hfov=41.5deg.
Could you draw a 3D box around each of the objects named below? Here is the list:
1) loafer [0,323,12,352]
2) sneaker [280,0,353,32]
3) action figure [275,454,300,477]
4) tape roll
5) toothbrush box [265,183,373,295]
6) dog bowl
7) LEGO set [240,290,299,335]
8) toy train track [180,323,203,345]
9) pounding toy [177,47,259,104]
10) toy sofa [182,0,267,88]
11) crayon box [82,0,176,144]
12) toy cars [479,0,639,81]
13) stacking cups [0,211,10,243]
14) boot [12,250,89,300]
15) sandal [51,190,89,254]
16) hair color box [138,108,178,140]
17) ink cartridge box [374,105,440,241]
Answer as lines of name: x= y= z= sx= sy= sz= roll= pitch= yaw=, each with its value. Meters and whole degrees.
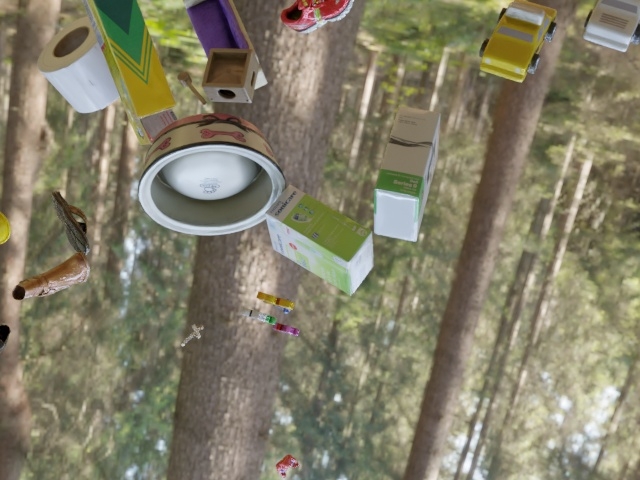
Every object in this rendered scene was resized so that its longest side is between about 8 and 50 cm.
loafer: x=-0.757 y=0.241 z=1.894 sx=0.080 sy=0.078 sz=0.220 roll=42 pitch=-169 yaw=-15
sneaker: x=-0.010 y=-0.698 z=2.502 sx=0.118 sy=0.107 sz=0.279 roll=7 pitch=157 yaw=-44
action figure: x=-0.057 y=0.386 z=1.447 sx=0.038 sy=0.115 sz=0.030 roll=-35 pitch=-107 yaw=-10
tape roll: x=-0.676 y=-0.518 z=2.471 sx=0.246 sy=0.246 sz=0.169 roll=33 pitch=165 yaw=47
toothbrush box: x=0.000 y=0.000 z=2.363 sx=0.283 sy=0.206 sz=0.122 roll=32 pitch=-113 yaw=19
dog bowl: x=-0.305 y=-0.189 z=2.358 sx=0.407 sy=0.408 sz=0.150 roll=5 pitch=-126 yaw=-20
LEGO set: x=-0.109 y=0.191 z=2.260 sx=0.093 sy=0.087 sz=0.227 roll=11 pitch=169 yaw=29
toy train track: x=-0.354 y=0.264 z=2.344 sx=0.014 sy=0.048 sz=0.083 roll=12 pitch=-136 yaw=44
pounding toy: x=-0.294 y=-0.442 z=2.391 sx=0.206 sy=0.181 sz=0.094 roll=4 pitch=159 yaw=14
toy sofa: x=-0.311 y=-0.647 z=2.687 sx=0.150 sy=0.363 sz=0.177 roll=-24 pitch=164 yaw=0
crayon box: x=-0.367 y=-0.347 z=1.644 sx=0.081 sy=0.319 sz=0.202 roll=-22 pitch=-167 yaw=-14
toy cars: x=0.445 y=-0.398 z=1.484 sx=0.393 sy=0.087 sz=0.176 roll=-18 pitch=-124 yaw=-12
stacking cups: x=-0.827 y=0.024 z=1.888 sx=0.096 sy=0.096 sz=0.316 roll=15 pitch=-154 yaw=11
boot: x=-0.687 y=0.099 z=2.157 sx=0.152 sy=0.197 sz=0.073 roll=-18 pitch=-104 yaw=-46
sandal: x=-0.655 y=-0.054 z=2.252 sx=0.060 sy=0.090 sz=0.219 roll=-18 pitch=-130 yaw=-28
hair color box: x=-0.502 y=-0.357 z=2.601 sx=0.043 sy=0.072 sz=0.141 roll=-23 pitch=-169 yaw=41
ink cartridge box: x=0.231 y=-0.179 z=2.241 sx=0.121 sy=0.211 sz=0.289 roll=11 pitch=-120 yaw=11
